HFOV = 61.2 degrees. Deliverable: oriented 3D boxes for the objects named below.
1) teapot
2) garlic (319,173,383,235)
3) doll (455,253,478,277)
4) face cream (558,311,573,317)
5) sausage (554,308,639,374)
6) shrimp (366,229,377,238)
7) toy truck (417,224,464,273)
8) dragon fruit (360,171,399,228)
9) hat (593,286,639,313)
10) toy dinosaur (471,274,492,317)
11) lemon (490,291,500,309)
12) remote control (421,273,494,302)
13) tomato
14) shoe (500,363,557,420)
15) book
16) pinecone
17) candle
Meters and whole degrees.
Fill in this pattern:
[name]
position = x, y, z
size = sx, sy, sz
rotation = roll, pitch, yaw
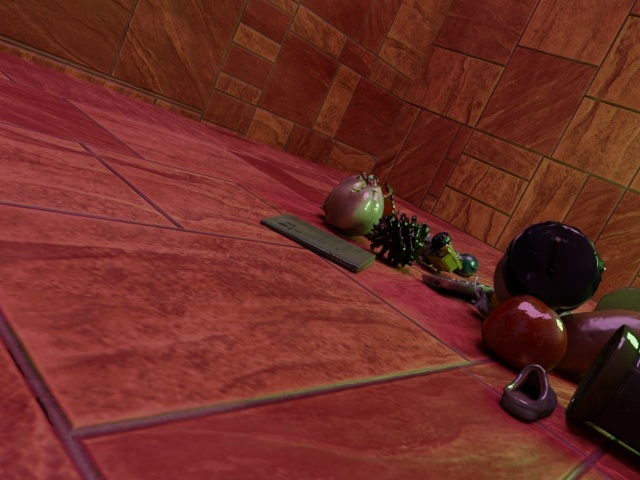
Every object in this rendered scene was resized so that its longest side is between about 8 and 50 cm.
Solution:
[teapot]
position = 0.634, 0.332, 0.953
size = 0.337, 0.200, 0.270
rotation = 32, -19, 24
[garlic]
position = 0.118, -0.116, 1.768
size = 0.185, 0.203, 0.281
rotation = 42, 8, -3
[doll]
position = 0.520, 0.085, 1.994
size = 0.114, 0.085, 0.152
rotation = -1, 13, -32
[face cream]
position = 0.737, 0.261, 1.644
size = 0.092, 0.092, 0.311
rotation = 31, 12, 25
[sausage]
position = 0.677, 0.244, 1.290
size = 0.280, 0.152, 0.152
rotation = -3, 11, 5
[shrimp]
position = 0.230, 0.005, 1.874
size = 0.180, 0.041, 0.099
rotation = 26, -3, 9
[toy truck]
position = 0.374, 0.029, 1.851
size = 0.136, 0.111, 0.286
rotation = 54, -11, -25
[dragon fruit]
position = 0.207, -0.128, 1.980
size = 0.269, 0.200, 0.198
rotation = 20, 24, -28
[hat]
position = 0.855, 0.273, 1.461
size = 0.168, 0.301, 0.258
rotation = -2, 21, -16
[toy dinosaur]
position = 0.441, 0.169, 1.473
size = 0.082, 0.039, 0.209
rotation = 50, 25, -28
[lemon]
position = 0.552, 0.180, 1.559
size = 0.109, 0.109, 0.133
rotation = 21, -13, -19
[remote control]
position = 0.442, 0.150, 1.621
size = 0.313, 0.055, 0.109
rotation = 13, 0, -35
[tomato]
position = 0.449, 0.201, 1.184
size = 0.187, 0.151, 0.187
rotation = 29, 8, -5
[shoe]
position = 0.380, 0.261, 0.956
size = 0.079, 0.078, 0.195
rotation = 32, 18, 33
[book]
position = 0.000, 0.000, 1.437
size = 0.283, 0.025, 0.215
rotation = 27, 13, 14
[pinecone]
position = 0.222, -0.005, 1.615
size = 0.165, 0.162, 0.163
rotation = 10, 6, 21
[candle]
position = 0.562, 0.093, 1.380
size = 0.221, 0.221, 0.342
rotation = 29, -9, 17
